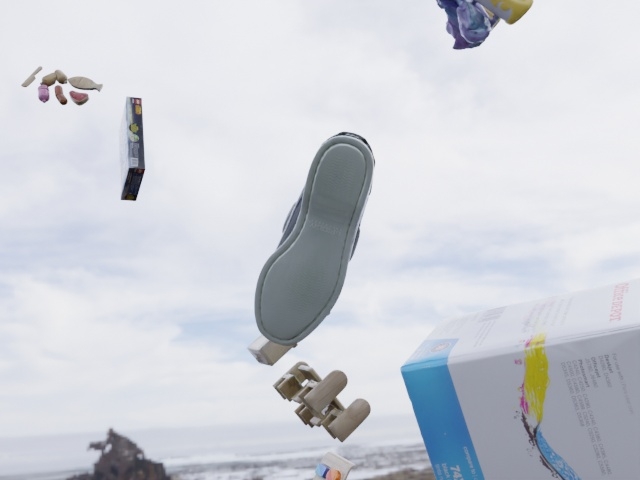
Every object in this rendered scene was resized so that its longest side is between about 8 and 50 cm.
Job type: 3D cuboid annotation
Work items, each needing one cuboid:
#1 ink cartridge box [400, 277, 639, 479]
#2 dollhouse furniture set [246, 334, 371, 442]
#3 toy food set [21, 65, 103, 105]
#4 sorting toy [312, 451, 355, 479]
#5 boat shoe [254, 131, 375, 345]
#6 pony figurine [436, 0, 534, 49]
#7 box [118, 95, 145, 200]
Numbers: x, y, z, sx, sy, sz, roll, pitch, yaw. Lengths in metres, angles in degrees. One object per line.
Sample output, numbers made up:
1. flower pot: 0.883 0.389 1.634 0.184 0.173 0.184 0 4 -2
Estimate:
1. ink cartridge box: 0.274 0.184 0.831 0.270 0.197 0.198 -17 4 27
2. dollhouse furniture set: -0.006 0.261 1.433 0.161 0.242 0.212 -41 9 -19
3. toy food set: -0.447 -0.259 1.203 0.122 0.078 0.019 20 -35 8
4. sorting toy: 0.009 0.234 0.656 0.012 0.062 0.083 37 -16 -17
5. boat shoe: 0.000 0.000 0.942 0.114 0.302 0.091 27 16 3
6. pony figurine: 0.137 -0.434 0.947 0.363 0.303 0.351 38 -53 -12
7. box: -0.298 -0.144 1.096 0.027 0.137 0.094 3 -29 -24
